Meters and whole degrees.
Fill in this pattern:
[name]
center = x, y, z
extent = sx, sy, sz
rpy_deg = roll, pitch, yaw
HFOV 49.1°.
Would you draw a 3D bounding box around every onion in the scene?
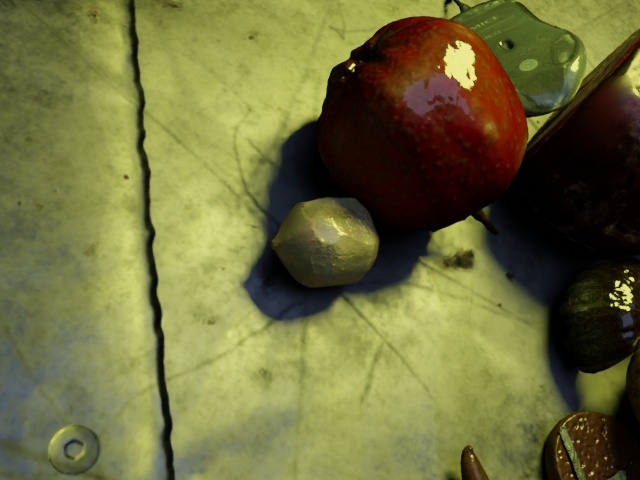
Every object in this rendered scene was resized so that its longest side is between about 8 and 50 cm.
[onion]
center = 0.451, -0.131, 0.965
extent = 0.260, 0.282, 0.336
rpy_deg = 41, 57, 7

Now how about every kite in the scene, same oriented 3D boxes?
[kite]
center = 0.311, 0.295, 0.820
extent = 0.137, 0.005, 0.153
rpy_deg = -17, 70, -27

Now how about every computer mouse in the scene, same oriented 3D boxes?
[computer mouse]
center = 0.269, -0.289, 1.066
extent = 0.167, 0.090, 0.379
rpy_deg = -22, 45, 4

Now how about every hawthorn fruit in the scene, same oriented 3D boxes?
[hawthorn fruit]
center = 0.140, -0.119, 0.883
extent = 0.300, 0.254, 0.254
rpy_deg = 49, 54, -23

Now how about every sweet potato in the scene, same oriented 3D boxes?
[sweet potato]
center = 0.193, 0.317, 0.778
extent = 0.044, 0.044, 0.179
rpy_deg = -9, 75, -26

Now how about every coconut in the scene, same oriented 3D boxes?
[coconut]
center = 0.000, 0.000, 0.821
extent = 0.124, 0.110, 0.110
rpy_deg = 1, 64, -30

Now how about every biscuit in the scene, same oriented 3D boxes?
[biscuit]
center = 0.373, 0.314, 0.855
extent = 0.180, 0.039, 0.236
rpy_deg = -37, 82, -30

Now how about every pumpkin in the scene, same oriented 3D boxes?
[pumpkin]
center = 0.381, 0.082, 0.927
extent = 0.183, 0.119, 0.108
rpy_deg = -38, 95, -36

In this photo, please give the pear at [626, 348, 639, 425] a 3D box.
[pear]
center = 0.489, 0.188, 0.864
extent = 0.211, 0.188, 0.228
rpy_deg = 54, 32, 12
